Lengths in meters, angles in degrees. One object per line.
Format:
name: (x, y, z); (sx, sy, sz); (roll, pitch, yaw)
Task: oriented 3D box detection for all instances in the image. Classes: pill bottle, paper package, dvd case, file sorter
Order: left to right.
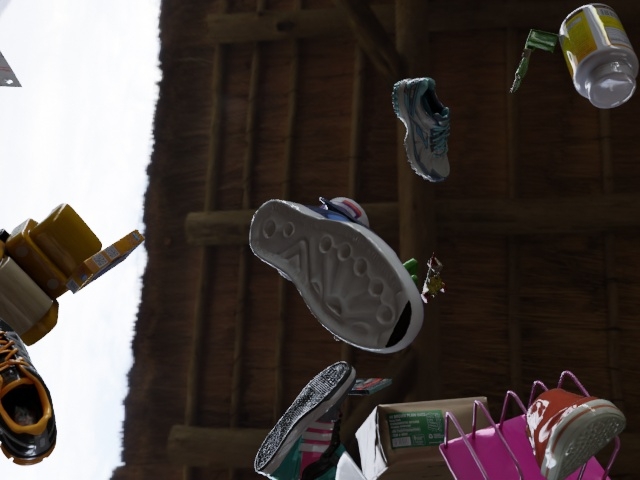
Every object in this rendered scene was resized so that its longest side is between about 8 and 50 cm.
pill bottle: (0.000, 0.000, 1.155); (0.108, 0.193, 0.108); (16, -59, 29)
dvd case: (0.088, 0.327, 1.398); (0.119, 0.087, 0.013); (-9, -90, 41)
paper package: (0.290, 0.570, 1.750); (0.310, 0.324, 0.168); (106, -21, -55)
file sorter: (0.421, 0.419, 1.276); (0.202, 0.290, 0.182); (-116, -167, -47)
pill bottle: (0.546, -0.359, 1.220); (0.117, 0.117, 0.215); (-47, -151, 44)

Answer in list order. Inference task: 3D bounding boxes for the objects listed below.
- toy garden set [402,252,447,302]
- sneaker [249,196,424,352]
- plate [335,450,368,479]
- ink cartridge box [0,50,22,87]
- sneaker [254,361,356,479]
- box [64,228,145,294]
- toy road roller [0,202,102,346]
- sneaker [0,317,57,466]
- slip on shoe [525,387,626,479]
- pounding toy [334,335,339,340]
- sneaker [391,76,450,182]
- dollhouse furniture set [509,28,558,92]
toy garden set: (0.229, 0.112, 1.580); (0.049, 0.203, 0.244); (52, -16, 35)
sneaker: (0.070, 0.050, 0.851); (0.322, 0.236, 0.130); (34, -79, 44)
plate: (0.091, 0.317, 0.454); (0.278, 0.045, 0.277); (62, -9, -1)
ink cartridge box: (-0.408, -0.216, 0.757); (0.028, 0.048, 0.083); (-29, -85, 16)
sneaker: (0.019, 0.413, 1.317); (0.296, 0.178, 0.124); (-50, -163, 5)
box: (-0.346, 0.030, 1.018); (0.081, 0.136, 0.028); (-36, -86, 39)
toy road roller: (-0.614, 0.049, 1.358); (0.240, 0.203, 0.329); (-38, -156, -5)
sneaker: (-0.374, 0.159, 0.741); (0.215, 0.084, 0.083); (52, -41, 11)
slip on shoe: (0.326, 0.253, 0.841); (0.123, 0.331, 0.101); (-39, -116, 2)
pounding toy: (0.079, 0.088, 1.445); (0.110, 0.183, 0.237); (-7, -67, 26)
sneaker: (0.279, -0.281, 1.594); (0.122, 0.110, 0.283); (-5, -66, 51)
dollhouse furniture set: (0.465, -0.389, 1.353); (0.152, 0.058, 0.076); (85, 28, -62)
